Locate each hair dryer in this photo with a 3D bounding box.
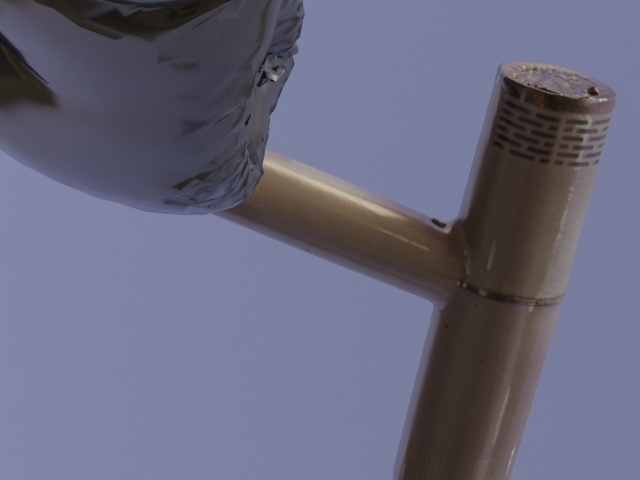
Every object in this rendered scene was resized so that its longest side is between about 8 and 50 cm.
[{"bbox_3d":[-0.005,0.011,0.819,0.053,0.220,0.195,-107,-153,-68],"label":"hair dryer"}]

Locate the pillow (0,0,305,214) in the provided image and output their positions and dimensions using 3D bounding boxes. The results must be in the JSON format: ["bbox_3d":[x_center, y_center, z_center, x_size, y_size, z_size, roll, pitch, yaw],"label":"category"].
[{"bbox_3d":[-0.095,-0.128,0.336,0.228,0.326,0.101,24,-113,3],"label":"pillow"}]
